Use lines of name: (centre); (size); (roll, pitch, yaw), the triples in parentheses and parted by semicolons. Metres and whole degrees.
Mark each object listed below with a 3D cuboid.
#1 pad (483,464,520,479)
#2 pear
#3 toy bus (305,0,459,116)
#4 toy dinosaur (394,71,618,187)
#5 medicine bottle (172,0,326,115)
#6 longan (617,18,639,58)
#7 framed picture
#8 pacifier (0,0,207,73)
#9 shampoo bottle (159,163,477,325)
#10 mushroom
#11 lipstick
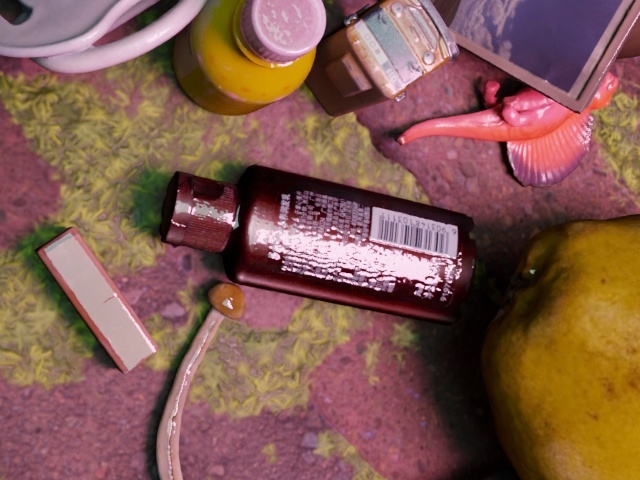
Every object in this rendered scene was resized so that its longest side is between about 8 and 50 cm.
pad: (0.196, 0.407, 1.093); (0.375, 0.063, 0.315); (-14, 93, -38)
pear: (0.360, 0.149, 1.024); (0.413, 0.352, 0.352); (34, 79, -21)
toy bus: (0.049, -0.184, 0.988); (0.103, 0.182, 0.091); (-37, 101, -14)
toy dinosaur: (0.221, -0.113, 1.126); (0.286, 0.070, 0.139); (-24, 122, -12)
medicine bottle: (-0.061, -0.188, 0.931); (0.122, 0.212, 0.122); (0, 90, -20)
longan: (0.339, -0.299, 1.090); (0.196, 0.196, 0.220); (43, 80, -14)
framed picture: (0.207, -0.274, 1.032); (0.260, 0.023, 0.189); (32, 110, 12)
pacifier: (-0.210, -0.280, 0.876); (0.279, 0.227, 0.207); (-37, 146, -17)
shampoo bottle: (0.000, 0.000, 1.023); (0.323, 0.084, 0.129); (11, 84, -18)
mushroom: (-0.127, 0.192, 1.001); (0.068, 0.043, 0.306); (10, 88, 5)
lipstick: (-0.216, 0.058, 0.963); (0.045, 0.045, 0.145); (-36, 102, -18)
